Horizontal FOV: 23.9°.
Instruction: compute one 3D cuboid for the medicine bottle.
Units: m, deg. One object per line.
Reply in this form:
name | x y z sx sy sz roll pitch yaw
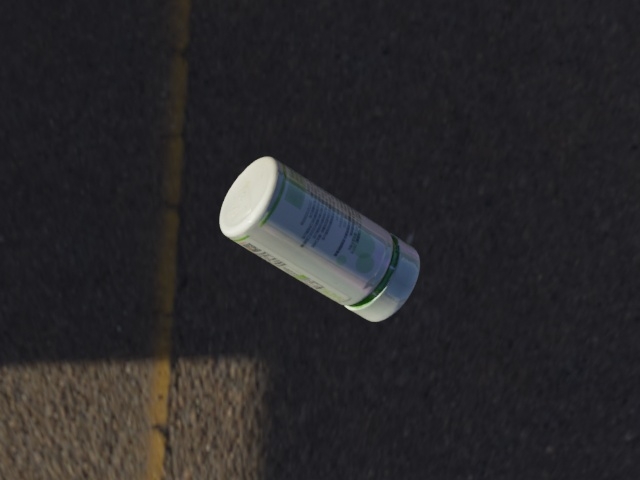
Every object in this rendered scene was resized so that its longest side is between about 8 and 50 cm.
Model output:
medicine bottle | 0.000 0.000 1.426 0.183 0.086 0.086 32 61 -29
